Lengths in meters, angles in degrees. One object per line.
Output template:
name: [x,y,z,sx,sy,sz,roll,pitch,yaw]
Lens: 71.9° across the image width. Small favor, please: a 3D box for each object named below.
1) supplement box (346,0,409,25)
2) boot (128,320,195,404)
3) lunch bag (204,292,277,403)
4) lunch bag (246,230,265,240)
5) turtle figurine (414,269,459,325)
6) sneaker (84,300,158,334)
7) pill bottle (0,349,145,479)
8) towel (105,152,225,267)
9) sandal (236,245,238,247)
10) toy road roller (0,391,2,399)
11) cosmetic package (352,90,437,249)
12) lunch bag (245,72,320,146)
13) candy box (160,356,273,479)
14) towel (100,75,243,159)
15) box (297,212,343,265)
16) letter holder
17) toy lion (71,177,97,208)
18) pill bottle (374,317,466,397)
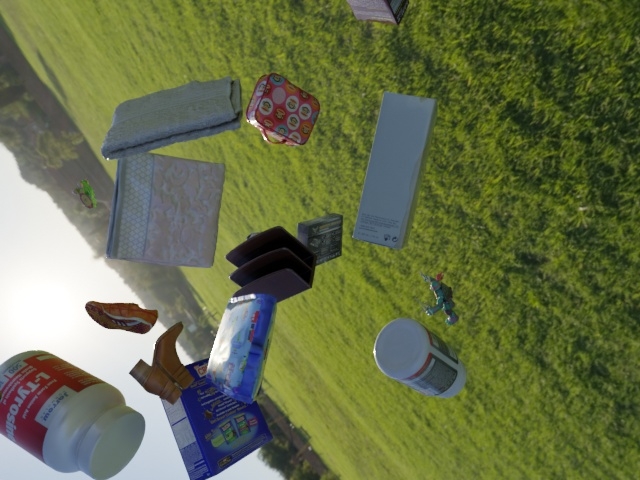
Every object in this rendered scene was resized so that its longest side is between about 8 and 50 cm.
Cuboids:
supplement box: [0.107,-0.614,1.028,0.130,0.073,0.239,25,177,31]
boot: [-0.407,0.338,1.225,0.152,0.197,0.073,39,155,-6]
lunch bag: [-0.169,0.241,1.016,0.138,0.221,0.293,17,164,-11]
lunch bag: [-0.256,0.006,1.795,0.071,0.083,0.053,91,172,-52]
turtle figurine: [0.461,0.220,1.723,0.118,0.175,0.234,-16,129,37]
sneaker: [-0.472,0.176,1.050,0.175,0.067,0.064,15,122,1]
pill bottle: [-0.684,0.466,1.186,0.407,0.229,0.229,15,147,22]
towel: [-0.455,-0.089,1.324,0.053,0.316,0.332,20,102,59]
sandal: [-0.314,0.055,1.743,0.067,0.040,0.179,62,178,-4]
toy road roller: [-0.694,0.265,0.716,0.330,0.202,0.241,-82,-20,-55]
cosmetic package: [0.167,-0.146,0.969,0.113,0.310,0.160,14,-172,14]
lunch bag: [-0.159,-0.524,1.849,0.293,0.258,0.120,23,177,-39]
candy box: [-0.328,0.532,1.374,0.268,0.122,0.317,-1,-120,-58]
towel: [-0.291,-0.252,0.883,0.187,0.282,0.049,-104,-1,-47]
box: [0.000,0.000,1.778,0.056,0.231,0.183,15,113,37]
letter holder: [-0.199,0.105,1.579,0.301,0.152,0.214,-27,126,32]
toy lion: [-0.833,-0.160,1.574,0.100,0.034,0.096,-27,105,42]
pill bottle: [0.369,0.435,1.581,0.363,0.210,0.210,38,171,-39]
